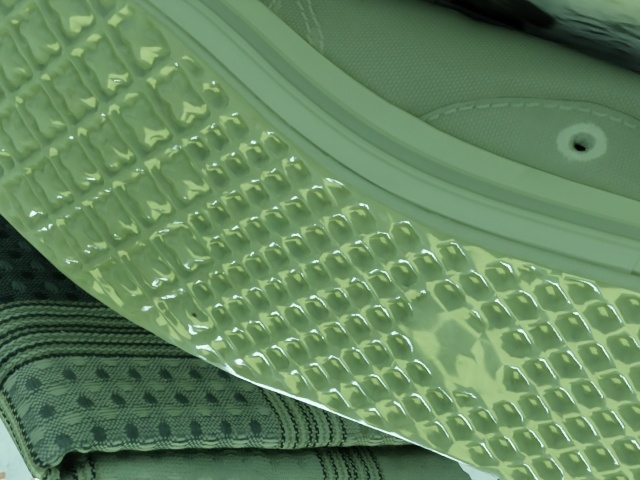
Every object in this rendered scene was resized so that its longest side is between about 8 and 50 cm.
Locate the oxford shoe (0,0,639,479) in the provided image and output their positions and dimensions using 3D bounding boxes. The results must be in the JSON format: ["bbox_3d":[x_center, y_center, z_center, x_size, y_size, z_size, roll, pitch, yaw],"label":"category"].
[{"bbox_3d":[0.023,-0.026,0.510,0.449,0.130,0.169,24,138,21],"label":"oxford shoe"}]

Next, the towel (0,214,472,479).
[{"bbox_3d":[-0.069,0.026,0.783,0.324,0.056,0.312,5,-148,-39],"label":"towel"}]
